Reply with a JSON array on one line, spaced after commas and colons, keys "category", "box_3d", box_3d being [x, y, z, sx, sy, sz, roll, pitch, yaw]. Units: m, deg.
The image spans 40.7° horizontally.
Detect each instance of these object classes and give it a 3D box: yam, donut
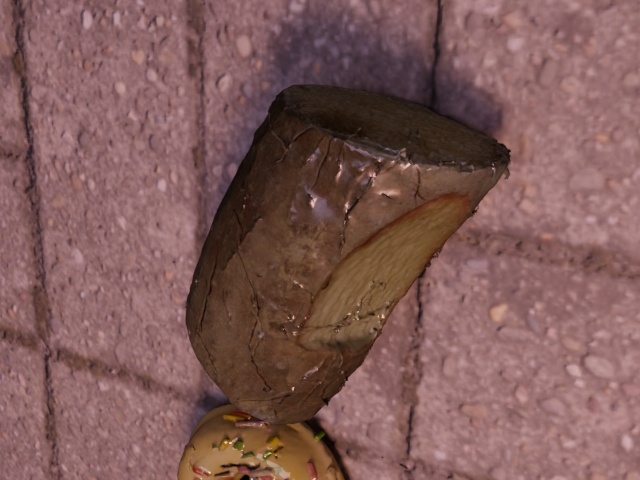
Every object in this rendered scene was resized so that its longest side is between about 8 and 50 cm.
[{"category": "yam", "box_3d": [0.000, 0.000, 0.593, 0.154, 0.154, 0.254, 42, 126, 12]}, {"category": "donut", "box_3d": [-0.054, 0.222, 0.743, 0.174, 0.068, 0.175, 10, 110, 28]}]
